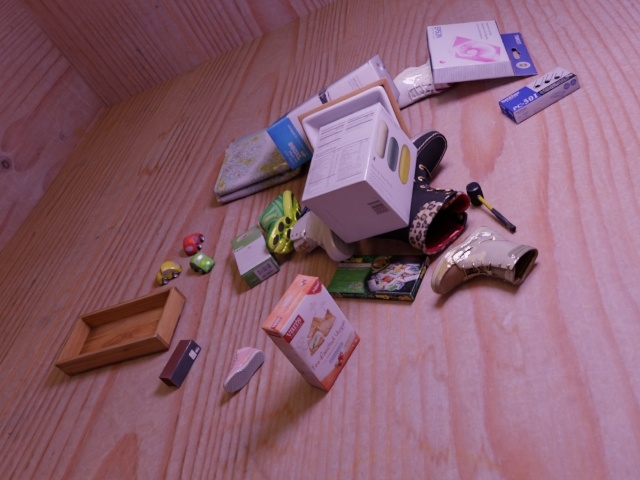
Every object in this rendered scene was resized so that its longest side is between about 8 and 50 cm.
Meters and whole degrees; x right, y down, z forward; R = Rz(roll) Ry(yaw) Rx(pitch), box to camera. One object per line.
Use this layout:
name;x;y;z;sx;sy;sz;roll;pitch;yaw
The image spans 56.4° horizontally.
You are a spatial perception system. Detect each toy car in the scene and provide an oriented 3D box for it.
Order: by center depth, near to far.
toy car;-0.444;0.061;2.036;0.225;0.053;0.239;9;53;44

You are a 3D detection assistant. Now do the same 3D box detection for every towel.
towel;-0.221;-0.306;2.277;0.374;0.090;0.320;-18;41;21

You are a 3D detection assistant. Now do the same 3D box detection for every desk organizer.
desk organizer;-0.391;0.340;1.664;0.050;0.047;0.130;-8;42;36

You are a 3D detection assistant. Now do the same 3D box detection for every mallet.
mallet;0.436;-0.075;1.519;0.039;0.062;0.190;-34;49;1

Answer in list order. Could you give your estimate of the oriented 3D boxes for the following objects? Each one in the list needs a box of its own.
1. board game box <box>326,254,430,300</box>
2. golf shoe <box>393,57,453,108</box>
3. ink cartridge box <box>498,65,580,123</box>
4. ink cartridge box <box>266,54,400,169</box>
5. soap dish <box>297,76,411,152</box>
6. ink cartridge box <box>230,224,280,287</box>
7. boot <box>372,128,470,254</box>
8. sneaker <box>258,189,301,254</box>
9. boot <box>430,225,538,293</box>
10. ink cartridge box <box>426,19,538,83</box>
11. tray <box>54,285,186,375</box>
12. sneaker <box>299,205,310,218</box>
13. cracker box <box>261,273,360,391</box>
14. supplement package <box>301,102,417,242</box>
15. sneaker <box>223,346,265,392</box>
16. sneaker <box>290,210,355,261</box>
board game box;0.145;0.093;1.549;0.259;0.030;0.136;-1;48;38
golf shoe;0.364;-0.550;2.079;0.306;0.115;0.140;-35;38;0
ink cartridge box;0.643;-0.430;1.763;0.207;0.046;0.097;-31;34;5
ink cartridge box;0.051;-0.430;1.980;0.395;0.166;0.285;-29;14;21
soap dish;0.110;-0.328;1.783;0.291;0.229;0.118;-20;18;21
ink cartridge box;-0.205;0.045;1.856;0.109;0.062;0.209;-32;34;2
boot;0.286;-0.133;1.610;0.377;0.138;0.284;-47;36;-13
sneaker;-0.132;-0.043;1.881;0.123;0.109;0.295;-27;27;21
boot;0.371;0.065;1.361;0.213;0.077;0.165;-41;37;-15
ink cartridge box;0.530;-0.641;1.999;0.330;0.071;0.324;-5;41;8
tray;-0.631;0.290;1.896;0.411;0.076;0.203;-18;38;22
sneaker;0.001;-0.152;1.903;0.081;0.090;0.232;12;55;46
cracker box;-0.016;0.210;1.356;0.067;0.232;0.156;6;51;43
supplement package;0.108;-0.171;1.545;0.198;0.199;0.263;-16;47;36
sneaker;-0.208;0.327;1.531;0.134;0.051;0.070;-46;35;-23
sneaker;0.000;0.000;1.712;0.169;0.108;0.292;-41;28;20
